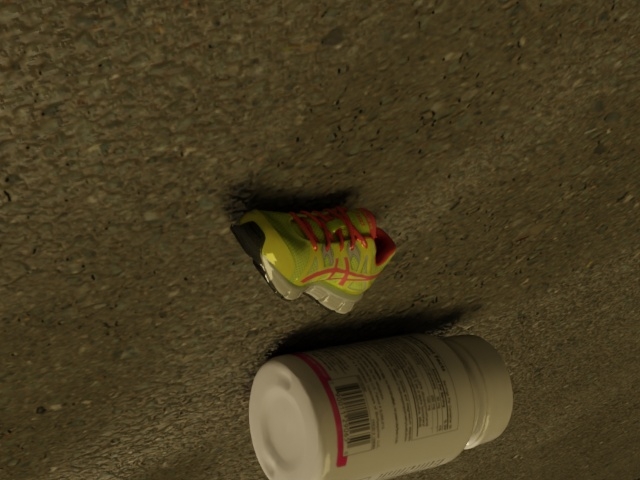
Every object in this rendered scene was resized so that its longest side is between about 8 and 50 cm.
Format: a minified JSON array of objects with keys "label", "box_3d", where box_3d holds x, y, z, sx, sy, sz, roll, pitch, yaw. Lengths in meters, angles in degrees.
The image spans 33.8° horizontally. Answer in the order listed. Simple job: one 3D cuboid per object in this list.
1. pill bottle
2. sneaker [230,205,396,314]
[{"label":"pill bottle","box_3d":[0.074,0.193,1.218,0.283,0.160,0.160,-5,147,-34]},{"label":"sneaker","box_3d":[0.000,0.000,0.912,0.094,0.081,0.208,-40,157,14]}]
